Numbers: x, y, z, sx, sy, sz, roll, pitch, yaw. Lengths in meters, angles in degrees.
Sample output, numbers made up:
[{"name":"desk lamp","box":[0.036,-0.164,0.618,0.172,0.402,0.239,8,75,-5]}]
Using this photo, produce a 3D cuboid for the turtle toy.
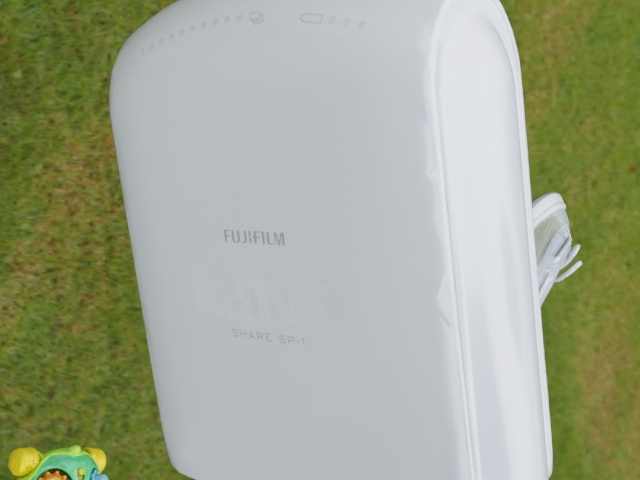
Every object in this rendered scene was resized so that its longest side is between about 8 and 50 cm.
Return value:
[{"name":"turtle toy","box":[-0.234,0.240,0.905,0.095,0.066,0.130,12,105,-47]}]

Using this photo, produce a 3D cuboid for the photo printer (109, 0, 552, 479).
[{"name":"photo printer","box":[0.000,0.000,0.591,0.107,0.256,0.308,-21,109,-48]}]

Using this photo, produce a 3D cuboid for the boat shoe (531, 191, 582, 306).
[{"name":"boat shoe","box":[0.183,0.029,0.991,0.103,0.118,0.320,64,23,-1]}]
